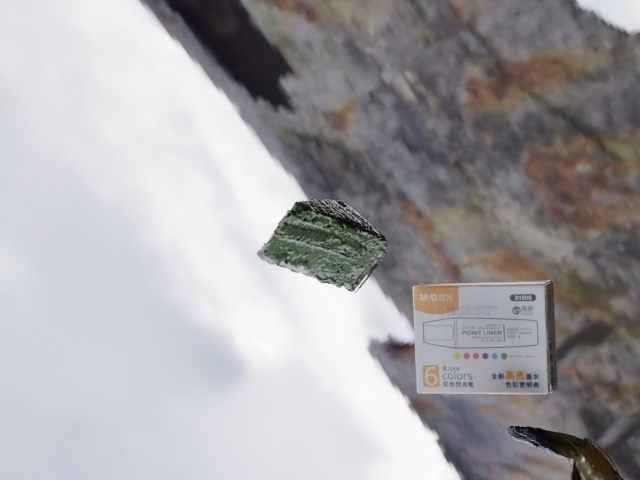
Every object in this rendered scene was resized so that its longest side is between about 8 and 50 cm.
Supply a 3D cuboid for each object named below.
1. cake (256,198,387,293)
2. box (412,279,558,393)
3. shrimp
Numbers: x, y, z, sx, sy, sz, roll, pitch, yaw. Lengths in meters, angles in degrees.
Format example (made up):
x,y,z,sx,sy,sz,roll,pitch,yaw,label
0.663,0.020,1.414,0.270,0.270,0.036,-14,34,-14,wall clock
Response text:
x,y,z,sx,sy,sz,roll,pitch,yaw,label
-0.017,-0.010,1.818,0.099,0.100,0.235,45,-165,33,cake
0.315,0.187,2.607,0.091,0.274,0.220,-8,-86,-68,box
0.191,0.290,1.335,0.198,0.262,0.051,66,165,-3,shrimp
